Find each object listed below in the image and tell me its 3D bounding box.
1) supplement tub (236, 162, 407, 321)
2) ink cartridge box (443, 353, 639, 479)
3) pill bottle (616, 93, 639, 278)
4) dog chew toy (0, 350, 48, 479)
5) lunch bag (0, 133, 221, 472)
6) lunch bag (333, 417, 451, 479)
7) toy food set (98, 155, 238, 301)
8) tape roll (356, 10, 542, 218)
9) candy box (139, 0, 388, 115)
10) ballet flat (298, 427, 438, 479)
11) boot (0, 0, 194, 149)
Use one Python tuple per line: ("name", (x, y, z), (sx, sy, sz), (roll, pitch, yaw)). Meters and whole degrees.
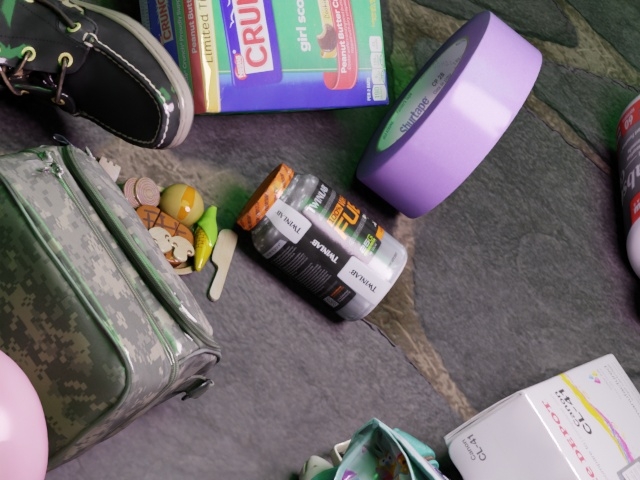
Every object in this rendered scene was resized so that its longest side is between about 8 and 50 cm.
("supplement tub", (0.000, 0.000, 1.979), (0.190, 0.117, 0.117), (38, 41, -10))
("ink cartridge box", (0.310, 0.275, 1.959), (0.226, 0.131, 0.306), (58, 26, 12))
("pill bottle", (0.549, -0.047, 2.413), (0.210, 0.210, 0.363), (26, 44, -22))
("dog chew toy", (-0.409, 0.188, 1.420), (0.331, 0.206, 0.207), (-4, 60, -34))
("lunch bag", (-0.256, 0.053, 1.661), (0.305, 0.212, 0.256), (54, 24, 9))
("lunch bag", (0.110, 0.339, 1.725), (0.223, 0.160, 0.262), (42, 38, -40))
("toy food set", (-0.178, -0.021, 1.904), (0.192, 0.038, 0.132), (30, 43, -18))
("tape roll", (0.164, -0.163, 2.131), (0.090, 0.275, 0.275), (37, 41, -11))
("candy box", (-0.072, -0.293, 2.080), (0.317, 0.122, 0.268), (-7, 92, -42))
("ballet flat", (0.027, 0.269, 1.823), (0.087, 0.083, 0.247), (37, 34, 29))
("boot", (-0.352, -0.187, 1.780), (0.377, 0.138, 0.284), (39, 39, 19))
